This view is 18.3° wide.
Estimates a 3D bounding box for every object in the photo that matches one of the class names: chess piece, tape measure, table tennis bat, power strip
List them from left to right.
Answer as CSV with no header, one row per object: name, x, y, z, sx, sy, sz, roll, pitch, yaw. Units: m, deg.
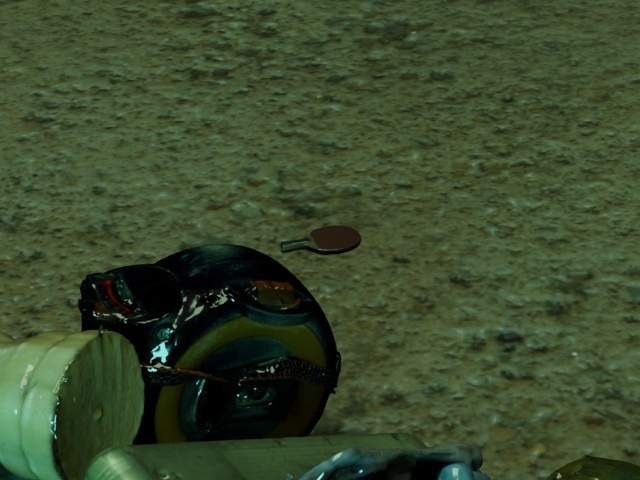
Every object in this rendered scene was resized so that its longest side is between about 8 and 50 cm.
chess piece,-0.296,0.118,1.548,0.300,0.137,0.137,5,30,23
tape measure,-0.093,0.106,1.644,0.222,0.202,0.135,-11,33,-23
power strip,-0.014,0.194,1.502,0.387,0.066,0.092,4,35,-46
table tennis bat,0.000,0.000,2.018,0.083,0.007,0.050,-8,31,-13

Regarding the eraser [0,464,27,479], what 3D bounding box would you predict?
eraser,-0.215,0.238,1.531,0.290,0.104,0.189,7,34,18

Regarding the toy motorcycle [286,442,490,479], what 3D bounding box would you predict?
toy motorcycle,0.058,0.222,1.383,0.241,0.319,0.182,16,77,22

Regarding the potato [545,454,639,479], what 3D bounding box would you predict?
potato,0.259,0.238,1.500,0.225,0.090,0.117,30,37,34
